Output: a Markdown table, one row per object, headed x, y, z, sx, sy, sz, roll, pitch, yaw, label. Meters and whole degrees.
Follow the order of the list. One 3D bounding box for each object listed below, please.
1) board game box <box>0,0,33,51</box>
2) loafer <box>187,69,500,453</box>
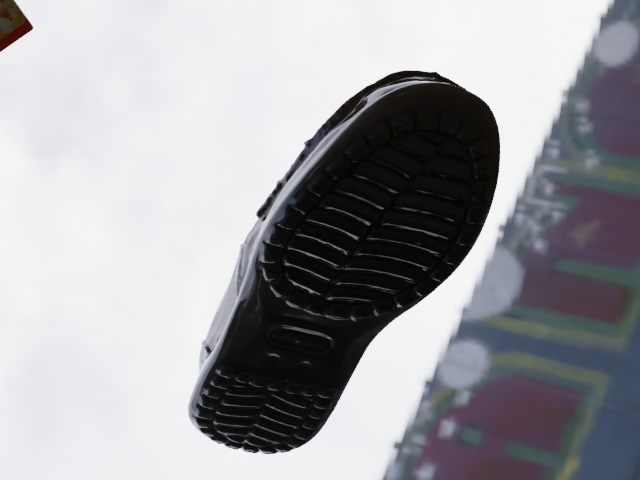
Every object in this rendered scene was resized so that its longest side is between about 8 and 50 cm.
| x | y | z | sx | sy | sz | roll | pitch | yaw | label |
| --- | --- | --- | --- | --- | --- | --- | --- | --- | --- |
| -0.275 | -0.107 | 1.173 | 0.193 | 0.147 | 0.045 | -35 | -68 | -2 | board game box |
| 0.000 | 0.000 | 1.340 | 0.134 | 0.366 | 0.130 | 20 | -138 | -20 | loafer |
